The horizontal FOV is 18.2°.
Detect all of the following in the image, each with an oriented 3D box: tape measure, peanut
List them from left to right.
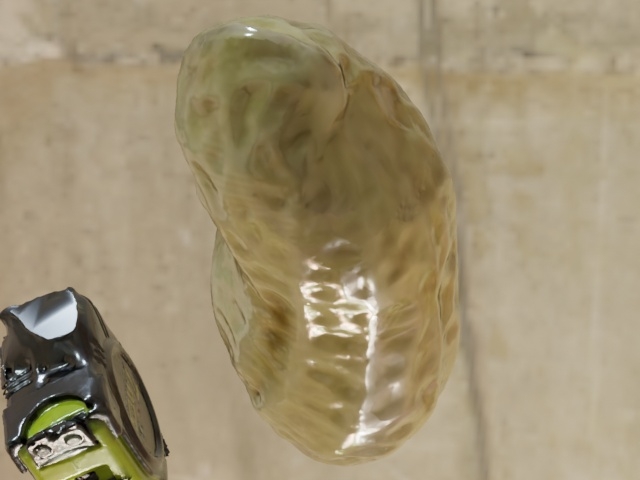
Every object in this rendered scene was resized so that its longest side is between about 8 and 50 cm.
[{"bbox_3d":[-0.206,0.162,1.727,0.199,0.112,0.186,-103,-12,-48],"label":"tape measure"},{"bbox_3d":[0.000,0.000,1.118,0.140,0.153,0.325,-46,-40,-27],"label":"peanut"}]
